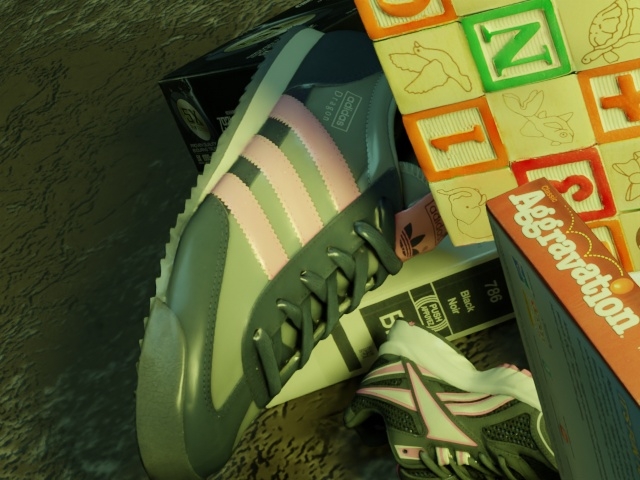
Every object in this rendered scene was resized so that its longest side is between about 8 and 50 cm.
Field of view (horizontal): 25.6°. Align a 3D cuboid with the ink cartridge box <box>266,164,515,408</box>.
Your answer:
[{"bbox_3d":[0.099,-0.020,0.890,0.332,0.065,0.165,-21,35,8],"label":"ink cartridge box"}]

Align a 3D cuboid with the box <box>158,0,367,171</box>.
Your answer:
[{"bbox_3d":[0.001,-0.124,1.015,0.180,0.078,0.147,-33,19,-30],"label":"box"}]

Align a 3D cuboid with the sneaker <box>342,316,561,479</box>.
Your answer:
[{"bbox_3d":[0.080,0.108,0.747,0.077,0.072,0.178,-50,33,-13],"label":"sneaker"}]

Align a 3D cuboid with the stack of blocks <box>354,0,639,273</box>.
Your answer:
[{"bbox_3d":[0.143,-0.054,0.703,0.171,0.297,0.087,-11,37,20],"label":"stack of blocks"}]

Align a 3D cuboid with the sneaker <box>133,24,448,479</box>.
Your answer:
[{"bbox_3d":[0.000,0.000,0.785,0.131,0.112,0.319,10,55,16],"label":"sneaker"}]

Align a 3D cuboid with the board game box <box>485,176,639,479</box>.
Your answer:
[{"bbox_3d":[0.125,0.126,0.496,0.027,0.281,0.145,-23,35,-3],"label":"board game box"}]

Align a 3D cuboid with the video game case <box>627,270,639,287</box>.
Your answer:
[{"bbox_3d":[0.206,0.083,0.658,0.143,0.019,0.157,-10,74,20],"label":"video game case"}]
